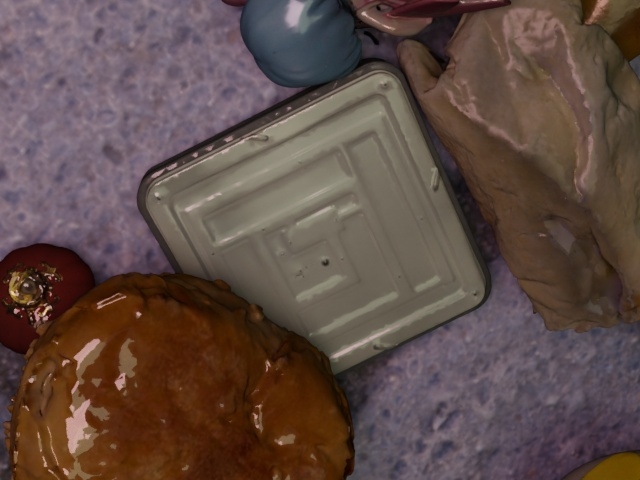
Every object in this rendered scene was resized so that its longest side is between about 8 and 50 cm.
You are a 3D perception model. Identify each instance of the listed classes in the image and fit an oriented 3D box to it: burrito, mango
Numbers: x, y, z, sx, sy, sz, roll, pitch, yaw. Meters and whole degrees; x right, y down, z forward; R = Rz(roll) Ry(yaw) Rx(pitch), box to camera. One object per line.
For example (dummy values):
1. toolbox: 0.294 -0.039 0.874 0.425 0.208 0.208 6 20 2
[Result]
1. burrito: 0.213 -0.072 0.898 0.190 0.135 0.332 -23 115 30
2. mango: 0.276 -0.218 0.921 0.103 0.076 0.161 39 100 -23

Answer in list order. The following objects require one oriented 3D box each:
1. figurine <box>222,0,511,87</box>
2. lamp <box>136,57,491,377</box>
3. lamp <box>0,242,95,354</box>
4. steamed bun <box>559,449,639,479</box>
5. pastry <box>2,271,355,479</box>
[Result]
1. figurine: 0.041 -0.219 0.797 0.260 0.103 0.205 -18 139 17
2. lamp: 0.000 0.000 0.923 0.266 0.047 0.269 -27 111 1
3. lamp: -0.244 0.052 0.856 0.101 0.090 0.101 0 74 0
4. steamed bun: 0.335 0.399 1.000 0.334 0.334 0.374 25 93 -20
5. pastry: -0.121 0.160 0.838 0.311 0.162 0.255 41 68 -25
